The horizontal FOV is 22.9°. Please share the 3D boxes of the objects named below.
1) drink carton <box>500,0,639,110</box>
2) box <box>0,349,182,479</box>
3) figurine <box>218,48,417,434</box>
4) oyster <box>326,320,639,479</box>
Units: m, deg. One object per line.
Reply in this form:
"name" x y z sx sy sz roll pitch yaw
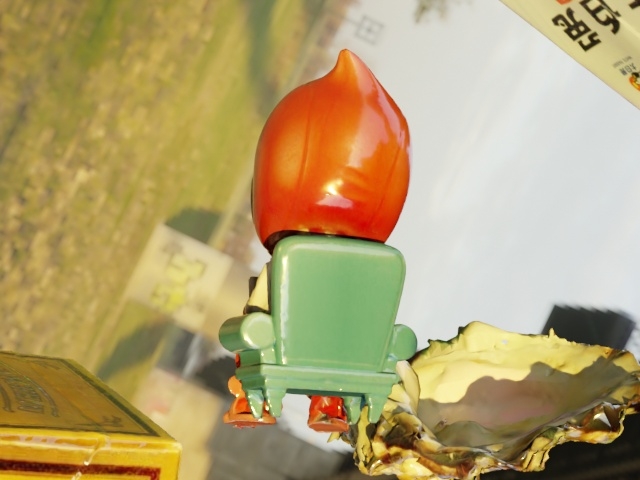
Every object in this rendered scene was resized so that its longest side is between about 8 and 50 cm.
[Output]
"drink carton" 0.111 -0.200 0.831 0.106 0.315 0.130 -55 -170 -13
"box" -0.246 0.105 0.804 0.193 0.302 0.084 23 -77 62
"figurine" 0.000 0.000 0.585 0.075 0.068 0.140 144 -47 -69
"oyster" 0.099 0.113 1.059 0.198 0.260 0.092 -17 108 -46
